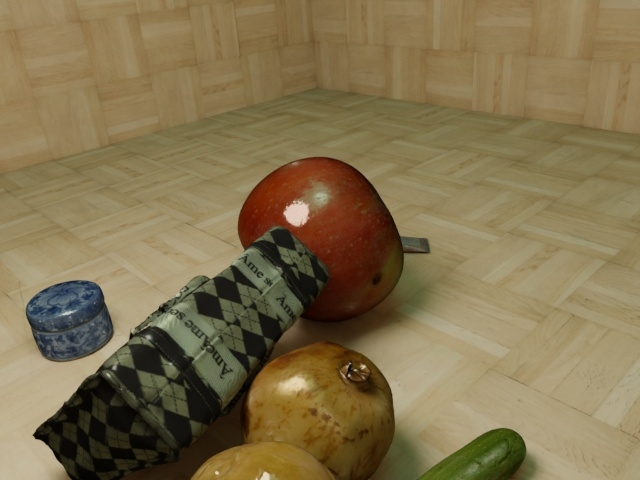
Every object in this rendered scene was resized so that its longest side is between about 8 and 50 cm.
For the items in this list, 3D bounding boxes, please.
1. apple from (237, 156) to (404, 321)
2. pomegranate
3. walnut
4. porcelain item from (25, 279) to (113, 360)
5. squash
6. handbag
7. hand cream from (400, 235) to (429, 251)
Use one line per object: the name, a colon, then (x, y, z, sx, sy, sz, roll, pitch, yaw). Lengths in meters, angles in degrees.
apple: (0.000, 0.000, 1.160, 0.276, 0.349, 0.348, -31, 31, -5)
pomegranate: (-0.002, 0.236, 0.796, 0.215, 0.216, 0.215, -4, 26, 2)
walnut: (-0.071, 0.315, 0.622, 0.225, 0.193, 0.193, -13, 14, 44)
porcelain item: (-0.502, 0.154, 1.158, 0.147, 0.114, 0.147, -4, 25, 2)
squash: (0.189, 0.319, 0.769, 0.238, 0.069, 0.069, -21, 31, -31)
handbag: (-0.198, 0.181, 0.897, 0.316, 0.180, 0.416, -40, 3, 40)
hand cream: (0.165, 0.006, 1.440, 0.209, 0.043, 0.067, 3, 29, 4)
